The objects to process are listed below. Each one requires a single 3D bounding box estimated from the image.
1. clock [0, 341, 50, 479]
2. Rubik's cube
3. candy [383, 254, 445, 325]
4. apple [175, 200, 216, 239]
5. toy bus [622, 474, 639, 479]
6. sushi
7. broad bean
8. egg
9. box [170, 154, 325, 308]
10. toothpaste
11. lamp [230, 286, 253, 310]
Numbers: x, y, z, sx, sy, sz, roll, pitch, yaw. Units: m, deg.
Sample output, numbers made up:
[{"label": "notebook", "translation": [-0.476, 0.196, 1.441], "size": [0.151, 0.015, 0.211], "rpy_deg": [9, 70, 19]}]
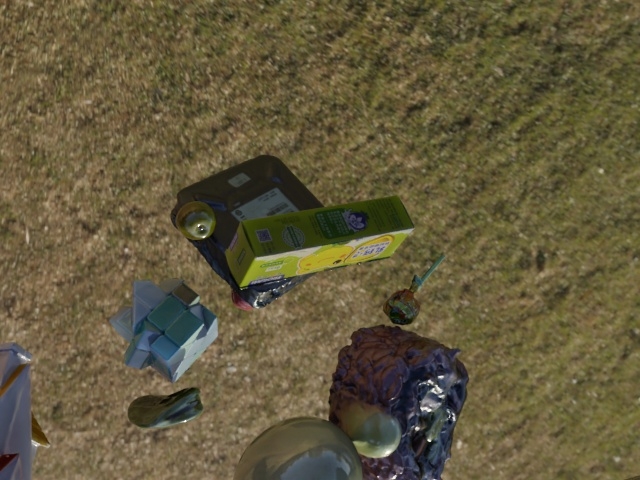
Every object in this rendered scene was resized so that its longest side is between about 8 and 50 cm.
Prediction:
[{"label": "clock", "translation": [-0.497, 0.294, 1.031], "size": [0.235, 0.309, 0.166], "rpy_deg": [-10, 144, 19]}, {"label": "Rubik's cube", "translation": [-0.401, 0.220, 1.901], "size": [0.265, 0.213, 0.224], "rpy_deg": [-47, 166, -27]}, {"label": "candy", "translation": [0.171, 0.077, 1.300], "size": [0.201, 0.060, 0.060], "rpy_deg": [-45, 136, -44]}, {"label": "apple", "translation": [-0.278, -0.044, 1.688], "size": [0.089, 0.074, 0.089], "rpy_deg": [-13, 130, -16]}, {"label": "toy bus", "translation": [0.321, 0.391, 0.960], "size": [0.289, 0.139, 0.157], "rpy_deg": [-32, 156, 30]}, {"label": "sushi", "translation": [0.121, 0.278, 1.212], "size": [0.236, 0.171, 0.270], "rpy_deg": [-4, 103, -53]}, {"label": "broad bean", "translation": [-0.384, 0.414, 1.857], "size": [0.206, 0.153, 0.072], "rpy_deg": [-15, 94, 27]}, {"label": "egg", "translation": [-0.032, 0.354, 1.091], "size": [0.186, 0.186, 0.242], "rpy_deg": [9, 131, -23]}, {"label": "box", "translation": [-0.140, -0.038, 1.843], "size": [0.359, 0.350, 0.091], "rpy_deg": [-32, 163, -40]}, {"label": "toothpaste", "translation": [0.000, 0.000, 1.321], "size": [0.327, 0.077, 0.110], "rpy_deg": [-11, 152, -28]}, {"label": "lamp", "translation": [-0.179, 0.121, 1.881], "size": [0.092, 0.107, 0.107], "rpy_deg": [24, 108, -26]}]
